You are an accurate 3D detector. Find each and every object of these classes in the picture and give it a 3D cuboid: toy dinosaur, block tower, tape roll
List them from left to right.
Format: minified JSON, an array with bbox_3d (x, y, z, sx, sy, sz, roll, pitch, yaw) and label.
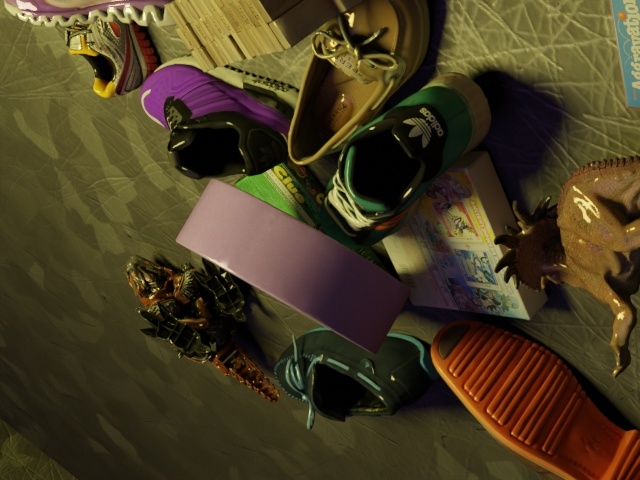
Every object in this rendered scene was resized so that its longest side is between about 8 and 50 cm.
[{"bbox_3d":[-0.187,0.129,1.805,0.322,0.164,0.218,23,161,4],"label":"toy dinosaur"},{"bbox_3d":[-0.069,-0.242,1.143,0.091,0.097,0.335,56,165,-14],"label":"block tower"},{"bbox_3d":[-0.032,0.032,1.337,0.275,0.090,0.275,29,177,2],"label":"tape roll"},{"bbox_3d":[0.266,-0.012,1.077,0.200,0.127,0.295,40,144,24],"label":"toy dinosaur"}]

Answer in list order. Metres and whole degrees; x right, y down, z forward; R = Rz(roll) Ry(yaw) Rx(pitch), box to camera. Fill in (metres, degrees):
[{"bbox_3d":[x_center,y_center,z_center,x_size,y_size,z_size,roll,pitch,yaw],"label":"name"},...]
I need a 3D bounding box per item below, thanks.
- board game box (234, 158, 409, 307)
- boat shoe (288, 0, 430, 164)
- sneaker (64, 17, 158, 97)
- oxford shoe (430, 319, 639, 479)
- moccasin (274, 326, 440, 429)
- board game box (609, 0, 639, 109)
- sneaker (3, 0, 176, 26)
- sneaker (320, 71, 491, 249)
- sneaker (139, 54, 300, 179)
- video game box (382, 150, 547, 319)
[{"bbox_3d":[0.000,0.000,1.497,0.259,0.030,0.136,52,151,-9],"label":"board game box"},{"bbox_3d":[0.035,-0.176,1.190,0.105,0.089,0.285,40,148,12],"label":"boat shoe"},{"bbox_3d":[-0.290,-0.287,1.455,0.088,0.093,0.225,12,134,45],"label":"sneaker"},{"bbox_3d":[0.275,0.239,1.348,0.364,0.130,0.132,40,155,11],"label":"oxford shoe"},{"bbox_3d":[0.020,0.195,1.609,0.137,0.117,0.342,53,148,-11],"label":"moccasin"},{"bbox_3d":[0.293,-0.222,0.886,0.145,0.027,0.281,14,136,40],"label":"board game box"},{"bbox_3d":[-0.267,-0.316,1.345,0.237,0.095,0.104,0,121,7],"label":"sneaker"},{"bbox_3d":[0.055,-0.065,1.186,0.108,0.121,0.302,52,145,8],"label":"sneaker"},{"bbox_3d":[-0.151,-0.145,1.398,0.293,0.146,0.102,16,138,39],"label":"sneaker"},{"bbox_3d":[0.146,-0.008,1.290,0.187,0.048,0.205,7,131,50],"label":"video game box"}]
